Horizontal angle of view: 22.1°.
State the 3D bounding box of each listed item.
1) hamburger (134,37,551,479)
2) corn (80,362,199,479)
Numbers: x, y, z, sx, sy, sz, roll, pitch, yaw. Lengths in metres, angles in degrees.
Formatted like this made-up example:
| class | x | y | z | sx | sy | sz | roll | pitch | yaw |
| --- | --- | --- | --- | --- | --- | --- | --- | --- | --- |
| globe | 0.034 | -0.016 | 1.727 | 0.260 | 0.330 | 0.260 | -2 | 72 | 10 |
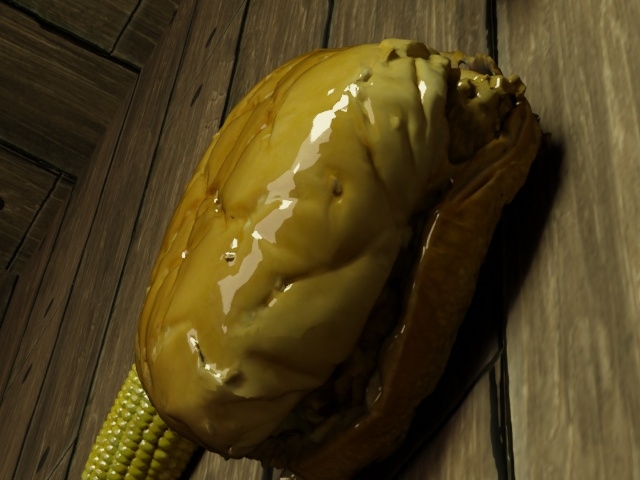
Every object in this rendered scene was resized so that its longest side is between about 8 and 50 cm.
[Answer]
| class | x | y | z | sx | sy | sz | roll | pitch | yaw |
| --- | --- | --- | --- | --- | --- | --- | --- | --- | --- |
| hamburger | 0.000 | 0.000 | 0.986 | 0.319 | 0.158 | 0.319 | -55 | 16 | 24 |
| corn | -0.118 | 0.122 | 1.338 | 0.248 | 0.081 | 0.081 | -61 | 14 | 8 |
